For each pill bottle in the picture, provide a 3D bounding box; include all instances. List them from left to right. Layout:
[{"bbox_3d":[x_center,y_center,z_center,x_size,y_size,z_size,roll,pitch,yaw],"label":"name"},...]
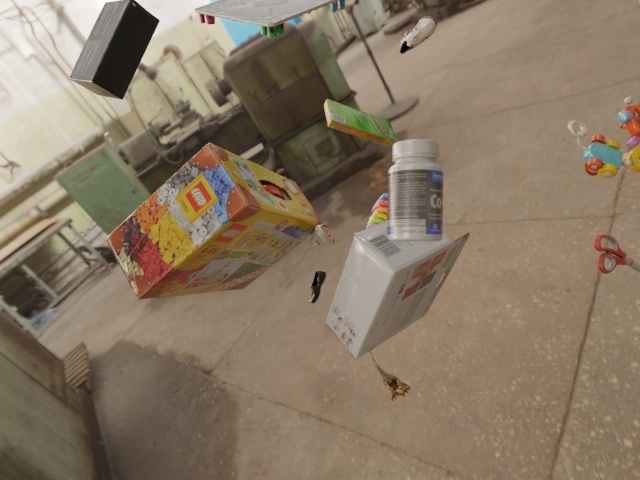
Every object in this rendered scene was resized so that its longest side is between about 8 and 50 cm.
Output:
[{"bbox_3d":[0.134,-0.068,0.620,0.078,0.137,0.078,1,0,0],"label":"pill bottle"}]

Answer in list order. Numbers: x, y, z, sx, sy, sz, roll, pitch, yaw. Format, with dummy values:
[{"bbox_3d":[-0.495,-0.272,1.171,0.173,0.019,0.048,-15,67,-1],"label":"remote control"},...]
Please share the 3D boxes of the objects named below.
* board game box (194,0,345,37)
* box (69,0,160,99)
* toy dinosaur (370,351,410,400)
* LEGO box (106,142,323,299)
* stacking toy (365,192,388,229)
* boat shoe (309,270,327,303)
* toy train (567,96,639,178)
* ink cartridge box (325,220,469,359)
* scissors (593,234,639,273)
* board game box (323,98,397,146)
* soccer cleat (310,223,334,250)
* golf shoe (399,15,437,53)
[{"bbox_3d":[-0.168,-0.807,1.530,0.389,0.051,0.390,27,51,31],"label":"board game box"},{"bbox_3d":[-0.609,-0.562,1.296,0.184,0.103,0.262,22,87,42],"label":"box"},{"bbox_3d":[0.208,0.424,1.336,0.064,0.211,0.112,-43,30,-2],"label":"toy dinosaur"},{"bbox_3d":[-0.259,-0.028,1.244,0.372,0.193,0.500,-38,-14,14],"label":"LEGO box"},{"bbox_3d":[0.244,-0.043,1.818,0.302,0.175,0.166,-47,-6,-36],"label":"stacking toy"},{"bbox_3d":[-0.017,0.170,1.615,0.049,0.041,0.133,47,122,58],"label":"boat shoe"},{"bbox_3d":[0.467,-0.157,0.700,0.166,0.125,0.046,-16,-18,-13],"label":"toy train"},{"bbox_3d":[0.178,0.095,1.050,0.271,0.310,0.130,-21,52,-35],"label":"ink cartridge box"},{"bbox_3d":[0.871,0.047,1.250,0.021,0.296,0.109,-17,70,61],"label":"scissors"},{"bbox_3d":[0.139,-0.399,1.503,0.039,0.259,0.124,122,150,-43],"label":"board game box"},{"bbox_3d":[0.000,0.000,1.356,0.076,0.068,0.196,-30,-10,1],"label":"soccer cleat"},{"bbox_3d":[0.358,-0.746,1.612,0.086,0.067,0.186,-63,17,-13],"label":"golf shoe"}]
